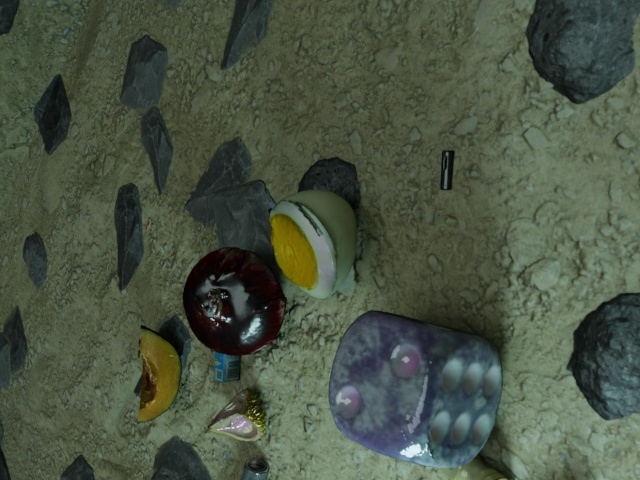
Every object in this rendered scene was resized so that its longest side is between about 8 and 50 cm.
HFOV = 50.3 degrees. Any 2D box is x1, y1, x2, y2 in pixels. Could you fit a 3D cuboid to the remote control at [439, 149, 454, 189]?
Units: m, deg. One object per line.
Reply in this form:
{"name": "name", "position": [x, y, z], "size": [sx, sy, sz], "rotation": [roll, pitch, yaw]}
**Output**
{"name": "remote control", "position": [0.285, -0.160, 1.551], "size": [0.034, 0.016, 0.091], "rotation": [5, 93, 39]}

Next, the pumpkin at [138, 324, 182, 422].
{"name": "pumpkin", "position": [-0.534, 0.441, 2.272], "size": [0.169, 0.148, 0.312], "rotation": [126, 145, -77]}

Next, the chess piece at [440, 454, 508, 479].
{"name": "chess piece", "position": [0.310, 0.495, 1.484], "size": [0.200, 0.090, 0.090], "rotation": [33, 112, 51]}

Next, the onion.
{"name": "onion", "position": [-0.243, 0.177, 1.880], "size": [0.314, 0.232, 0.314], "rotation": [4, 102, 17]}

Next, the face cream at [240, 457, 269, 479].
{"name": "face cream", "position": [-0.218, 0.770, 1.977], "size": [0.073, 0.073, 0.283], "rotation": [29, 109, 40]}

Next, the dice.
{"name": "dice", "position": [0.198, 0.304, 1.427], "size": [0.271, 0.270, 0.270], "rotation": [10, 85, 46]}

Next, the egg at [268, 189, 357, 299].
{"name": "egg", "position": [0.003, 0.001, 1.723], "size": [0.264, 0.174, 0.286], "rotation": [34, 136, 39]}

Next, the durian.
{"name": "durian", "position": [-0.233, 0.504, 1.958], "size": [0.165, 0.132, 0.182], "rotation": [49, 125, 41]}

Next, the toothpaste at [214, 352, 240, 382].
{"name": "toothpaste", "position": [-0.276, 0.289, 2.046], "size": [0.050, 0.065, 0.266], "rotation": [4, 93, 48]}
